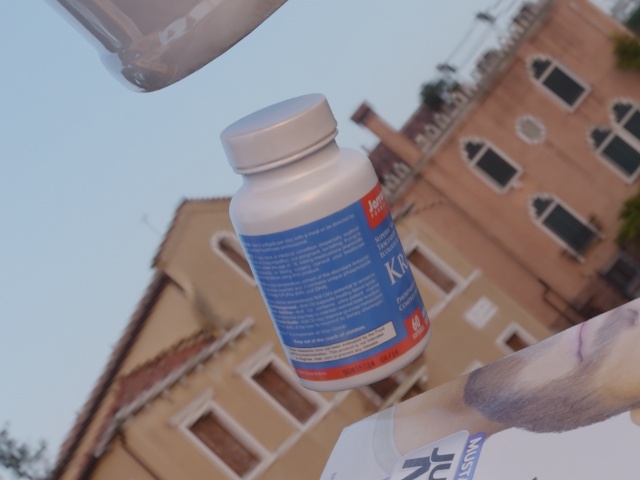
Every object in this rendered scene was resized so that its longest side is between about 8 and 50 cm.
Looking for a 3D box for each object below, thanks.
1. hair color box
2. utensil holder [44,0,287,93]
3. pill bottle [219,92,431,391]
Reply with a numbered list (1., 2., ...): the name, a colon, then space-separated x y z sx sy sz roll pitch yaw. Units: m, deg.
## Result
1. hair color box: 0.129 0.133 0.607 0.339 0.110 0.185 -29 20 36
2. utensil holder: -0.167 -0.358 0.912 0.327 0.385 0.327 -35 27 21
3. pill bottle: 0.000 0.000 1.000 0.124 0.221 0.124 -19 17 6
